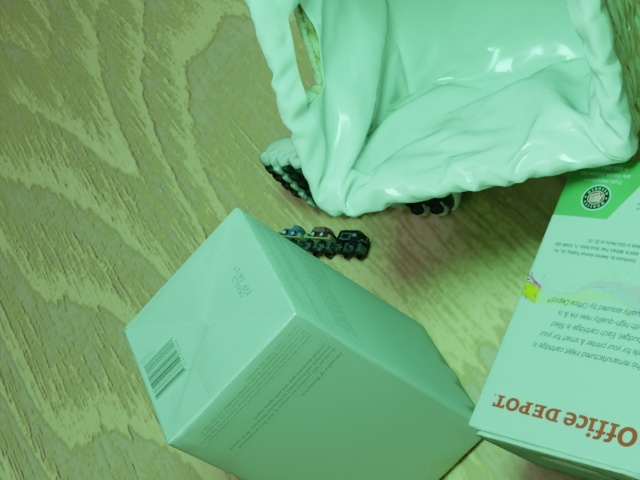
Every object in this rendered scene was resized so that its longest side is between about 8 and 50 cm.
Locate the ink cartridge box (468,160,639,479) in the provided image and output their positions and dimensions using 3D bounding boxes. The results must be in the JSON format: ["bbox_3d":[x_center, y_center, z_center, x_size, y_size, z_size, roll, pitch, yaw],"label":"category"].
[{"bbox_3d":[0.281,0.078,1.211,0.201,0.117,0.278,9,71,50],"label":"ink cartridge box"}]

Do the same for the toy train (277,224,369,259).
[{"bbox_3d":[0.000,0.000,1.647,0.158,0.027,0.036,3,63,48],"label":"toy train"}]

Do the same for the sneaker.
[{"bbox_3d":[0.056,-0.098,1.604,0.292,0.110,0.118,5,60,40],"label":"sneaker"}]

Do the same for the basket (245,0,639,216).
[{"bbox_3d":[0.131,-0.237,1.333,0.331,0.328,0.266,-10,19,27],"label":"basket"}]

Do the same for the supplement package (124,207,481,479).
[{"bbox_3d":[-0.012,0.137,1.346,0.175,0.293,0.177,-47,39,13],"label":"supplement package"}]
